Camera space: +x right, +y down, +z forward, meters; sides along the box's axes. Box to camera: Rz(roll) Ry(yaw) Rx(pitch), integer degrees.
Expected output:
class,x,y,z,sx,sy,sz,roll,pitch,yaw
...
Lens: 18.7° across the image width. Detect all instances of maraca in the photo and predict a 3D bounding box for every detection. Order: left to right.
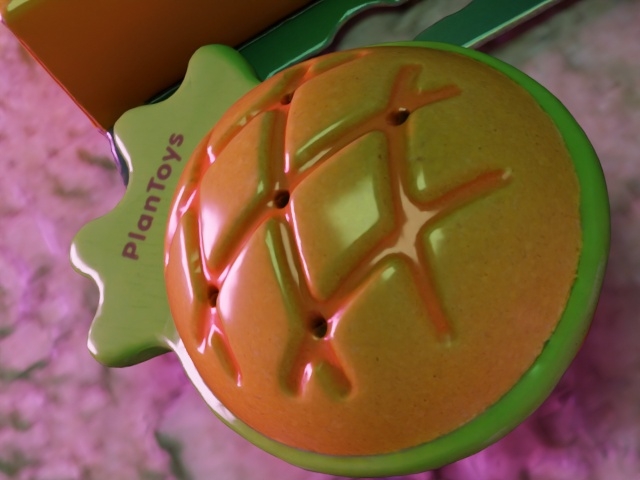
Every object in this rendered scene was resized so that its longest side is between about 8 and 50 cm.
class,x,y,z,sx,sy,sz,roll,pitch,yaw
maraca,0.000,0.000,0.558,0.185,0.099,0.127,13,76,38

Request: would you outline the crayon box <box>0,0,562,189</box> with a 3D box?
class,x,y,z,sx,sy,sz,roll,pitch,yaw
crayon box,-0.040,-0.179,0.691,0.202,0.081,0.318,-30,54,6
